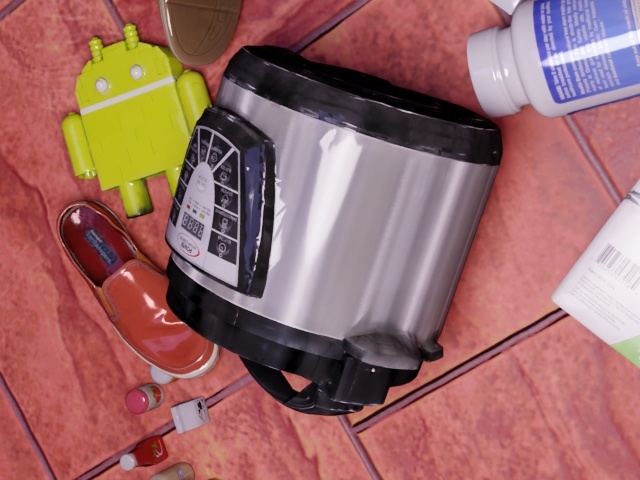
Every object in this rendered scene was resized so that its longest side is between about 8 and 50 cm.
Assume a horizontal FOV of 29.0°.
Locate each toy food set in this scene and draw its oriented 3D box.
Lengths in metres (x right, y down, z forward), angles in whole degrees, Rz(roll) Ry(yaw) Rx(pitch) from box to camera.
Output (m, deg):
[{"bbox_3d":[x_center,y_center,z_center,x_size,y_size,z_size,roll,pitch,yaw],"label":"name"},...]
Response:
[{"bbox_3d":[-0.229,0.292,1.812,0.111,0.104,0.232,-17,88,23],"label":"toy food set"}]

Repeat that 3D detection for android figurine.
[{"bbox_3d":[-0.267,-0.176,1.814,0.248,0.056,0.273,-14,91,23],"label":"android figurine"}]

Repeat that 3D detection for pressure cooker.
[{"bbox_3d":[0.006,0.001,1.548,0.375,0.370,0.421,20,103,9],"label":"pressure cooker"}]

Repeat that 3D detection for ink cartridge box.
[{"bbox_3d":[0.445,0.018,1.500,0.198,0.114,0.273,39,108,14],"label":"ink cartridge box"}]

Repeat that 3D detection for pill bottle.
[{"bbox_3d":[0.323,-0.236,1.508,0.272,0.152,0.152,-13,90,23],"label":"pill bottle"}]

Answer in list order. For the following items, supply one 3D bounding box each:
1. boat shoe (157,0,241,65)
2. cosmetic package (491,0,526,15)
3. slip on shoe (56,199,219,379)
[{"bbox_3d":[-0.186,-0.411,1.737,0.110,0.121,0.341,0,91,61],"label":"boat shoe"},{"bbox_3d":[0.275,-0.409,1.561,0.099,0.060,0.239,38,108,13],"label":"cosmetic package"},{"bbox_3d":[-0.274,0.070,1.801,0.123,0.101,0.331,-40,78,-1],"label":"slip on shoe"}]
